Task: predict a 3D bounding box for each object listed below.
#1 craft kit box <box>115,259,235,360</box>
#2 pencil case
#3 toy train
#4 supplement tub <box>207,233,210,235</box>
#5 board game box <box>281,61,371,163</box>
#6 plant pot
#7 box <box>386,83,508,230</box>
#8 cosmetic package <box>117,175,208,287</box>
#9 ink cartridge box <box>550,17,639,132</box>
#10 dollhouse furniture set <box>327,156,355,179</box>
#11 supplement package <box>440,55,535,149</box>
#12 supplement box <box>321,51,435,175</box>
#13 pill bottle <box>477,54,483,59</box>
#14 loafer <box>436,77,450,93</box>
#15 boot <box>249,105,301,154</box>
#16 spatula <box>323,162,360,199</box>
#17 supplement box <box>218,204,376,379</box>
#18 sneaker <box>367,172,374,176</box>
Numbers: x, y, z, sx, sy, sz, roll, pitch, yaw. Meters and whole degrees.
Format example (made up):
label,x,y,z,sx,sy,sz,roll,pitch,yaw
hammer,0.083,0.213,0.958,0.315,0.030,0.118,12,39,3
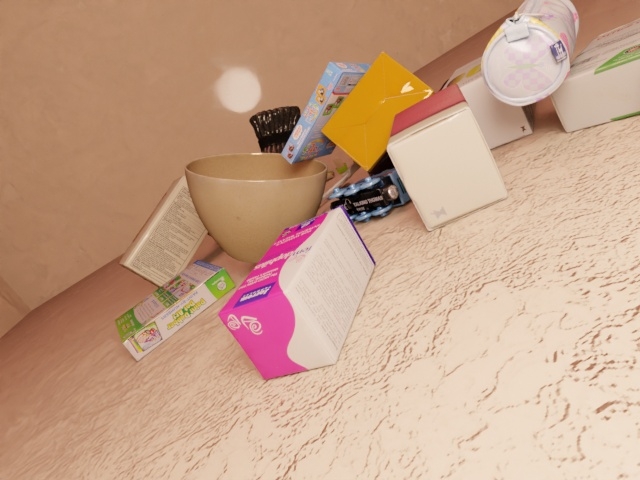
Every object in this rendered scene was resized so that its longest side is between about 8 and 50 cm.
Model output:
label,x,y,z,sx,sy,sz,roll,pitch,yaw
craft kit box,-0.336,0.143,1.062,0.246,0.061,0.250,-35,17,-21
pencil case,0.335,-0.309,0.741,0.113,0.124,0.273,-22,17,41
toy train,0.097,-0.087,0.917,0.105,0.080,0.184,-32,12,-34
supplement tub,-0.295,-0.060,1.474,0.106,0.106,0.198,-40,19,-25
board game box,0.021,-0.258,0.959,0.160,0.039,0.212,-28,-24,-53
plant pot,-0.128,-0.064,0.979,0.284,0.191,0.284,1,20,0
box,0.199,-0.144,0.760,0.126,0.149,0.232,-24,19,21
cosmetic package,-0.426,-0.019,1.350,0.129,0.153,0.296,0,56,59
ink cartridge box,0.477,-0.270,0.731,0.208,0.087,0.153,-43,19,-29
dollhouse furniture set,0.040,-0.235,1.463,0.151,0.059,0.076,-29,16,10
supplement package,0.338,-0.285,0.941,0.139,0.134,0.244,-20,20,34
supplement box,0.135,-0.245,0.979,0.191,0.129,0.194,-50,-15,14
pill bottle,0.531,-0.546,1.467,0.067,0.067,0.120,-28,17,13
loafer,0.391,-0.452,1.486,0.148,0.050,0.056,-50,15,-5
boot,-0.176,-0.270,1.479,0.131,0.260,0.348,1,22,46
spatula,0.017,-0.118,1.159,0.242,0.019,0.168,-42,2,-29
supplement box,-0.019,0.061,0.627,0.111,0.114,0.220,-21,21,29
sneaker,0.162,-0.228,1.195,0.094,0.090,0.235,-39,11,22
